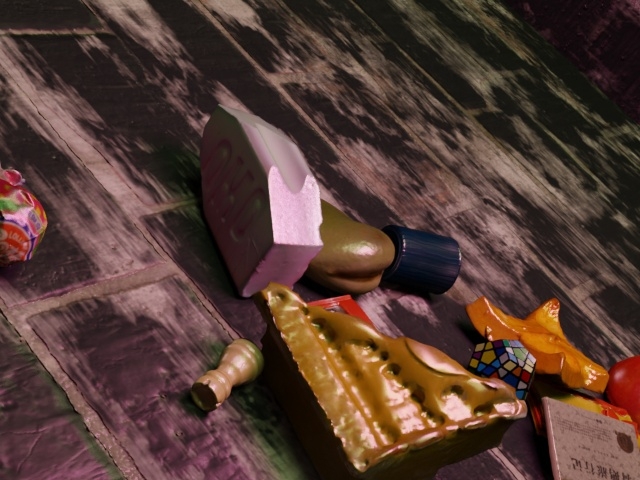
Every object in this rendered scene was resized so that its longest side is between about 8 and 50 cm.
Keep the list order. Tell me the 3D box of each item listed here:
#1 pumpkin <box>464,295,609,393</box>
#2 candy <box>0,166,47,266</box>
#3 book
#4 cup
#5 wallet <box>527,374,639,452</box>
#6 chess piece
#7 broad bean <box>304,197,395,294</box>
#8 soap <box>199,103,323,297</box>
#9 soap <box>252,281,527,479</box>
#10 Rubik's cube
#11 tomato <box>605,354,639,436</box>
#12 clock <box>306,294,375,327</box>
[{"bbox_3d":[0.435,0.199,2.080,0.290,0.095,0.258,9,25,-46],"label":"pumpkin"},{"bbox_3d":[-0.478,-0.090,1.595,0.124,0.124,0.365,17,25,-30],"label":"candy"},{"bbox_3d":[0.484,0.430,1.857,0.217,0.021,0.310,21,47,-26],"label":"book"},{"bbox_3d":[0.168,0.038,2.069,0.138,0.150,0.113,14,72,-31],"label":"cup"},{"bbox_3d":[0.494,0.332,2.020,0.241,0.067,0.141,23,32,-21],"label":"wallet"},{"bbox_3d":[-0.138,0.196,1.570,0.066,0.066,0.122,42,35,8],"label":"chess piece"},{"bbox_3d":[0.000,0.000,1.943,0.263,0.121,0.189,32,33,22],"label":"broad bean"},{"bbox_3d":[-0.109,-0.080,1.839,0.109,0.193,0.324,10,39,-38],"label":"soap"},{"bbox_3d":[0.091,0.192,1.632,0.304,0.169,0.338,-14,55,-28],"label":"soap"},{"bbox_3d":[0.320,0.236,1.926,0.133,0.133,0.112,31,4,-9],"label":"Rubik's cube"},{"bbox_3d":[0.694,0.319,2.168,0.233,0.139,0.200,26,39,-19],"label":"tomato"},{"bbox_3d":[0.013,0.155,1.781,0.155,0.061,0.113,-6,51,-45],"label":"clock"}]
